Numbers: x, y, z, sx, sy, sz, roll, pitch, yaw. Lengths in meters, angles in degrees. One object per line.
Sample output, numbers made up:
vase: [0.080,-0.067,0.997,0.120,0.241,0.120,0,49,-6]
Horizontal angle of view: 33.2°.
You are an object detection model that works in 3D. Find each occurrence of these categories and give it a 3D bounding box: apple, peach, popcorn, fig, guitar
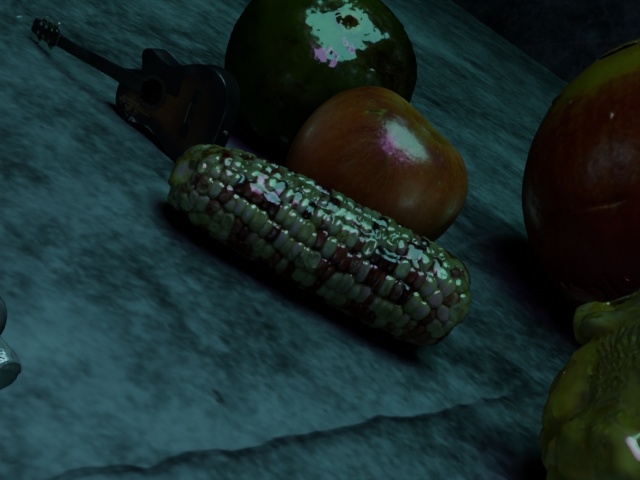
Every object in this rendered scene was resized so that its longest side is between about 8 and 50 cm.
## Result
apple: [0.046,-0.055,0.957,0.163,0.139,0.163,41,14,-12]
peach: [0.387,-0.039,1.141,0.370,0.370,0.370,28,21,-11]
popcorn: [0.251,0.127,0.706,0.250,0.250,0.190,-76,145,-69]
fig: [-0.003,-0.167,1.117,0.195,0.195,0.245,33,-14,3]
guitar: [-0.172,-0.146,0.953,0.233,0.088,0.025,30,19,23]

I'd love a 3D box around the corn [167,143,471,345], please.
corn: [0.000,0.000,0.829,0.253,0.086,0.086,28,21,-7]

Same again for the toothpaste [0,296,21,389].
toothpaste: [-0.240,-0.006,0.561,0.248,0.047,0.078,39,19,23]
